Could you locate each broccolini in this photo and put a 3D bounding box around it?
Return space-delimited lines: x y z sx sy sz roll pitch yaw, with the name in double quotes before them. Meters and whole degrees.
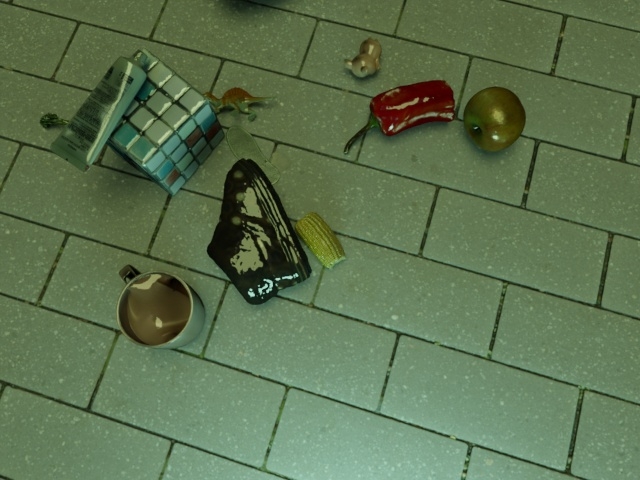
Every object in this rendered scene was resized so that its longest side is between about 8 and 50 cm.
"broccolini" -0.765 -0.347 1.698 0.194 0.052 0.054 19 80 6

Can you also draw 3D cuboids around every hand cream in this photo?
"hand cream" -0.546 -0.341 1.430 0.124 0.078 0.341 32 86 9

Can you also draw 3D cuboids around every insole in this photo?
"insole" -0.206 -0.255 1.679 0.080 0.003 0.232 -38 77 -8

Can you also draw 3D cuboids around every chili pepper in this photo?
"chili pepper" 0.214 -0.376 1.634 0.338 0.131 0.135 -15 66 0

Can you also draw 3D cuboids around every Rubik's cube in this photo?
"Rubik's cube" -0.459 -0.325 1.578 0.256 0.253 0.259 37 81 10

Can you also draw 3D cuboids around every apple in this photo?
"apple" 0.499 -0.348 1.596 0.155 0.182 0.182 -27 76 -13

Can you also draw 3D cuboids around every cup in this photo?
"cup" -0.426 0.169 1.474 0.191 0.200 0.253 -44 79 -9

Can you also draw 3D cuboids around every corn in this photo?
"corn" 0.000 0.000 1.575 0.085 0.063 0.165 -32 78 -16

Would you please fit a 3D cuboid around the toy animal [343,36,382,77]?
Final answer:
"toy animal" 0.137 -0.557 1.708 0.089 0.083 0.150 39 64 -32

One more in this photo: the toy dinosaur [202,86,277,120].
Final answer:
"toy dinosaur" -0.252 -0.426 1.711 0.212 0.057 0.142 -21 56 -15

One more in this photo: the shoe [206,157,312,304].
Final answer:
"shoe" -0.202 -0.020 1.532 0.237 0.171 0.384 -26 84 -9
